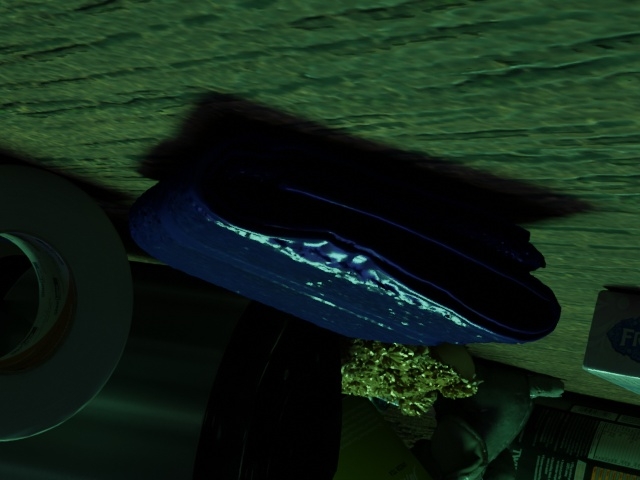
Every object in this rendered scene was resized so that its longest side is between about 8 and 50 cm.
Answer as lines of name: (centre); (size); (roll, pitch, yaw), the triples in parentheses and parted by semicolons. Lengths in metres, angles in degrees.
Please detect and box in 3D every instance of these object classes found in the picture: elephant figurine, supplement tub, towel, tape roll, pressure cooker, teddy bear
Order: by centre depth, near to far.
towel: (0.000, 0.000, 0.857); (0.227, 0.076, 0.308); (23, 170, -13)
tape roll: (-0.264, 0.048, 1.060); (0.219, 0.219, 0.072); (20, 170, -34)
pressure cooker: (-0.216, 0.198, 1.333); (0.420, 0.370, 0.375); (8, -164, 15)
teddy bear: (0.034, 0.136, 1.520); (0.338, 0.113, 0.245); (6, 166, 40)
elephant figurine: (0.187, 0.280, 1.759); (0.169, 0.239, 0.186); (17, 171, -20)
supplement tub: (0.432, 0.343, 1.886); (0.338, 0.207, 0.207); (10, 171, 29)

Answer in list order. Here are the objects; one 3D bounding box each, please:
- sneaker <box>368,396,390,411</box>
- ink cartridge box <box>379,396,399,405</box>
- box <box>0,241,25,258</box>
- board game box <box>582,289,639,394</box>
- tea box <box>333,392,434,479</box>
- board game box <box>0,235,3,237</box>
sneaker: (0.067, 0.231, 2.222); (0.081, 0.080, 0.211); (16, 164, 33)
ink cartridge box: (0.072, 0.218, 1.996); (0.115, 0.029, 0.063); (22, 175, -2)
box: (-0.368, 0.096, 1.647); (0.381, 0.191, 0.143); (17, 171, -28)
board game box: (0.407, 0.121, 0.968); (0.318, 0.066, 0.318); (7, 169, 38)
tea box: (-0.068, 0.348, 1.713); (0.323, 0.329, 0.220); (52, -149, 13)
board game box: (-0.308, -0.018, 1.305); (0.133, 0.033, 0.169); (8, 175, 6)
